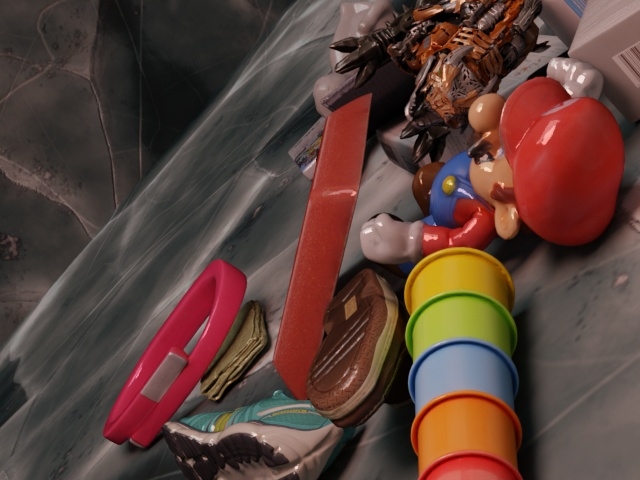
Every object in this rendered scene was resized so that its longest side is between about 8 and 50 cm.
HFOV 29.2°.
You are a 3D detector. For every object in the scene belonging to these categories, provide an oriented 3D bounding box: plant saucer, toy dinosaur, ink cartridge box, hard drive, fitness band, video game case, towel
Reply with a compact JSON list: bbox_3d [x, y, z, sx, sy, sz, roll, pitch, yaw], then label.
[{"bbox_3d":[0.000,0.000,1.302,0.258,0.047,0.259,-79,1,-62],"label":"plant saucer"},{"bbox_3d":[0.155,-0.194,1.261,0.218,0.164,0.322,-31,-4,41],"label":"toy dinosaur"},{"bbox_3d":[0.312,-0.280,1.320,0.143,0.092,0.090,-50,16,-6],"label":"ink cartridge box"},{"bbox_3d":[0.114,-0.200,1.532,0.172,0.054,0.254,-36,-8,21],"label":"hard drive"},{"bbox_3d":[-0.189,0.151,1.600,0.291,0.054,0.209,-51,12,28],"label":"fitness band"},{"bbox_3d":[0.035,-0.188,1.940,0.201,0.023,0.183,-45,16,4],"label":"video game case"},{"bbox_3d":[0.192,-0.159,1.454,0.232,0.066,0.189,-29,15,-4],"label":"ink cartridge box"},{"bbox_3d":[-0.108,0.136,1.531,0.110,0.027,0.148,-46,17,8],"label":"towel"}]

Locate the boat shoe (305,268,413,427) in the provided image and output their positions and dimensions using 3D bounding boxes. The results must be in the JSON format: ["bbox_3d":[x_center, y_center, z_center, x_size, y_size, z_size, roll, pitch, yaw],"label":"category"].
[{"bbox_3d":[0.055,0.102,1.067,0.095,0.095,0.257,-44,9,18],"label":"boat shoe"}]

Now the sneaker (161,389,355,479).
[{"bbox_3d":[-0.062,0.200,1.188,0.110,0.107,0.275,-34,12,-33],"label":"sneaker"}]

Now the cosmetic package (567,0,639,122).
[{"bbox_3d":[0.330,-0.235,1.158,0.127,0.107,0.238,-31,20,45],"label":"cosmetic package"}]

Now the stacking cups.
[{"bbox_3d":[0.106,0.129,0.913,0.096,0.096,0.316,-39,22,26],"label":"stacking cups"}]

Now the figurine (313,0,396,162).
[{"bbox_3d":[0.042,-0.191,1.673,0.215,0.092,0.209,86,-159,-51],"label":"figurine"}]

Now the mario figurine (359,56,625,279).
[{"bbox_3d":[0.141,-0.070,1.107,0.320,0.170,0.198,151,130,-63],"label":"mario figurine"}]

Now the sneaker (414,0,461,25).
[{"bbox_3d":[0.196,-0.380,1.875,0.130,0.087,0.227,-27,22,54],"label":"sneaker"}]
